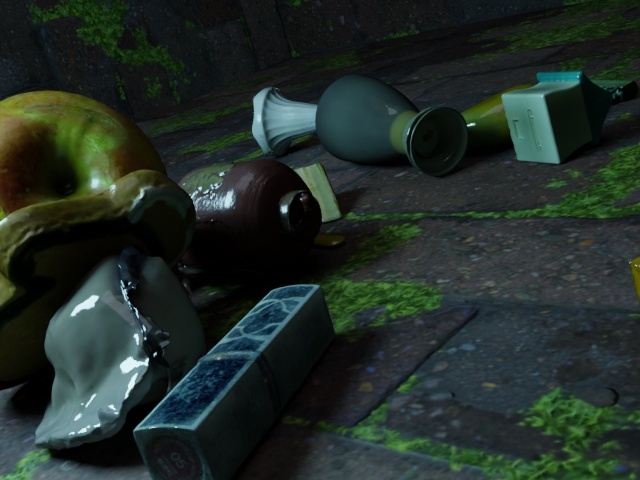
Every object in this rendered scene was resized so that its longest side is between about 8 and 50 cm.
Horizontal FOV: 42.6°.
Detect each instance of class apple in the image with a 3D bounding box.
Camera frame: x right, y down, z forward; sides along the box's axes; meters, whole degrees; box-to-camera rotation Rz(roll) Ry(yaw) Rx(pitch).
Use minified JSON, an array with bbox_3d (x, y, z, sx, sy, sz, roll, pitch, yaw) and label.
[{"bbox_3d":[-0.400,-0.051,1.244,0.339,0.340,0.339,-15,18,5],"label":"apple"}]

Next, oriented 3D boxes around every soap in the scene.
[{"bbox_3d":[0.000,0.000,1.238,0.089,0.012,0.034,2,26,44],"label":"soap"}]

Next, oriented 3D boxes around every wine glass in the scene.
[{"bbox_3d":[-0.039,-0.272,1.865,0.196,0.165,0.165,1,24,24],"label":"wine glass"}]

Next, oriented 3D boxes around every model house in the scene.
[{"bbox_3d":[0.389,-0.207,1.332,0.149,0.127,0.100,-27,21,-22],"label":"model house"}]

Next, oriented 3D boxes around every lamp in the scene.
[{"bbox_3d":[-0.111,-0.024,1.163,0.258,0.180,0.180,0,24,39],"label":"lamp"}]

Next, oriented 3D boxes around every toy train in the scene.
[{"bbox_3d":[0.537,-0.287,1.581,0.071,0.038,0.148,-23,20,-18],"label":"toy train"}]

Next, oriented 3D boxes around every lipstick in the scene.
[{"bbox_3d":[-0.070,0.133,0.810,0.077,0.076,0.289,-9,17,26],"label":"lipstick"}]

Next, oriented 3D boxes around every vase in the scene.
[{"bbox_3d":[0.131,-0.208,1.507,0.173,0.173,0.321,-23,23,-19],"label":"vase"}]

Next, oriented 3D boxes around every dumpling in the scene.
[{"bbox_3d":[-0.234,0.107,0.895,0.204,0.163,0.293,-14,25,2],"label":"dumpling"}]

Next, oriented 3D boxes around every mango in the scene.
[{"bbox_3d":[0.315,-0.217,1.480,0.194,0.092,0.130,-15,19,18],"label":"mango"}]

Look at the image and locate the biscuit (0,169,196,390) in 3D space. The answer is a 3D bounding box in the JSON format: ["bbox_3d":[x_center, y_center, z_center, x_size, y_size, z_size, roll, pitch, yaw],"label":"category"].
[{"bbox_3d":[-0.292,0.043,0.978,0.343,0.287,0.057,-41,69,-15],"label":"biscuit"}]

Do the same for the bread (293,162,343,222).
[{"bbox_3d":[-0.007,-0.053,1.402,0.074,0.084,0.139,-18,49,-6],"label":"bread"}]

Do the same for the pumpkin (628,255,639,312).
[{"bbox_3d":[0.328,0.039,0.748,0.083,0.074,0.054,-19,13,-9],"label":"pumpkin"}]
